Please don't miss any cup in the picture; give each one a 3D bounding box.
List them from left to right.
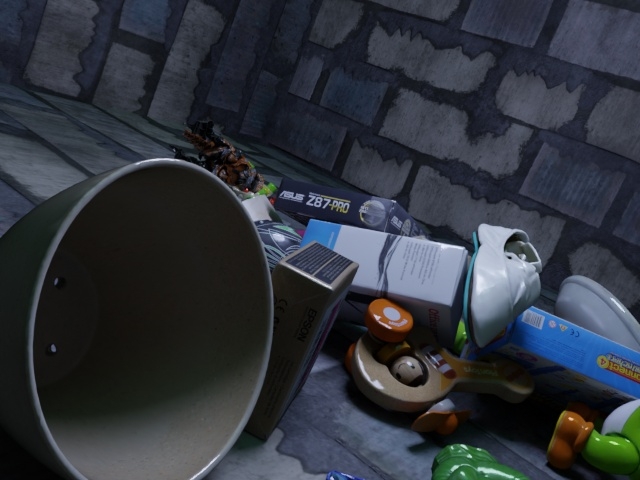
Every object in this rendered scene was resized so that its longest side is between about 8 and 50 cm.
[{"bbox_3d":[-0.240,0.085,0.653,0.237,0.331,0.331,0,1,30],"label":"cup"}]

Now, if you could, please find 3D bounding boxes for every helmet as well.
[{"bbox_3d":[-0.108,0.035,1.302,0.169,0.169,0.161,22,-4,-5],"label":"helmet"}]

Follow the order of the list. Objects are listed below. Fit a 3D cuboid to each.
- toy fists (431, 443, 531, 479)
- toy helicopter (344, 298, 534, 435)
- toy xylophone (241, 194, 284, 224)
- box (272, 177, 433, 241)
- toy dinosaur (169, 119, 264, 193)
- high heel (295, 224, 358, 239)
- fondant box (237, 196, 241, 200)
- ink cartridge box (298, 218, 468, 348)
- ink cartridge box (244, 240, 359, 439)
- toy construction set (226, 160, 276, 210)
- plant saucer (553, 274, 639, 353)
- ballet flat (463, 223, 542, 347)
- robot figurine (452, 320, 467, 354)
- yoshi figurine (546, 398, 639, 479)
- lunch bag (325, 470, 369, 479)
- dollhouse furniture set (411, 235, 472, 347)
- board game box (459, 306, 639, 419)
[{"bbox_3d":[0.279,0.362,0.791,0.279,0.096,0.142,23,14,-4],"label":"toy fists"},{"bbox_3d":[0.225,0.245,1.055,0.355,0.140,0.235,10,35,-17],"label":"toy helicopter"},{"bbox_3d":[-0.150,-0.018,1.533,0.236,0.081,0.323,58,11,5],"label":"toy xylophone"},{"bbox_3d":[0.102,-0.043,1.626,0.318,0.097,0.395,17,-6,28],"label":"box"},{"bbox_3d":[-0.299,-0.227,1.699,0.322,0.164,0.218,13,-4,34],"label":"toy dinosaur"},{"bbox_3d":[0.000,0.000,1.410,0.117,0.082,0.244,-14,-3,-21],"label":"high heel"},{"bbox_3d":[-0.362,-0.092,1.531,0.238,0.096,0.330,24,12,3],"label":"fondant box"},{"bbox_3d":[0.124,0.088,1.193,0.308,0.129,0.223,11,-26,19],"label":"ink cartridge box"},{"bbox_3d":[-0.041,0.132,0.864,0.088,0.234,0.193,25,14,10],"label":"ink cartridge box"},{"bbox_3d":[-0.232,-0.145,1.837,0.215,0.151,0.327,47,21,-3],"label":"toy construction set"},{"bbox_3d":[0.651,0.280,1.418,0.400,0.101,0.400,155,-90,-88],"label":"plant saucer"},{"bbox_3d":[0.339,0.060,1.108,0.139,0.139,0.400,24,26,7],"label":"ballet flat"},{"bbox_3d":[0.333,0.232,1.459,0.101,0.067,0.115,6,19,-27],"label":"robot figurine"},{"bbox_3d":[0.585,0.419,1.027,0.362,0.203,0.203,15,-34,32],"label":"yoshi figurine"},{"bbox_3d":[0.049,0.304,0.557,0.151,0.128,0.096,25,12,17],"label":"lunch bag"},{"bbox_3d":[0.250,0.133,1.327,0.212,0.242,0.161,28,14,23],"label":"dollhouse furniture set"},{"bbox_3d":[0.473,0.258,1.214,0.308,0.086,0.302,23,-21,3],"label":"board game box"}]
